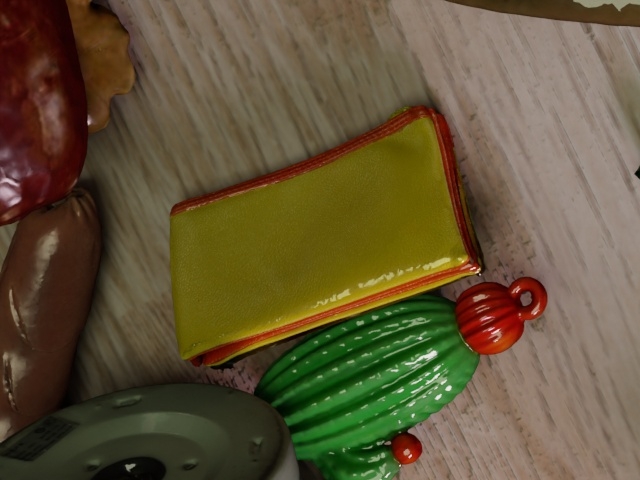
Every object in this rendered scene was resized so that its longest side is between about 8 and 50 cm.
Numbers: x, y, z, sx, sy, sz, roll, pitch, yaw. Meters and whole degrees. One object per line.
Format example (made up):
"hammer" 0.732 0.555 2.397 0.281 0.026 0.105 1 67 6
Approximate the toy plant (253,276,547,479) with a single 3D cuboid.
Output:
"toy plant" 0.050 0.084 1.305 0.154 0.088 0.240 45 106 26

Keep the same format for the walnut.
"walnut" -0.260 -0.154 1.276 0.221 0.244 0.269 0 119 56

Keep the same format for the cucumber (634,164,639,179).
"cucumber" 0.322 0.033 1.233 0.257 0.043 0.044 47 118 -2

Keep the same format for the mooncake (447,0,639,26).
"mooncake" 0.188 -0.226 1.069 0.284 0.284 0.156 5 108 15

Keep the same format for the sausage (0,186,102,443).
"sausage" -0.255 0.152 1.418 0.087 0.088 0.433 19 110 10

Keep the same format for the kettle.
"kettle" -0.139 0.307 1.327 0.319 0.247 0.342 14 125 43

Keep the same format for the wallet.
"wallet" 0.000 0.000 1.290 0.241 0.067 0.141 -20 63 20
